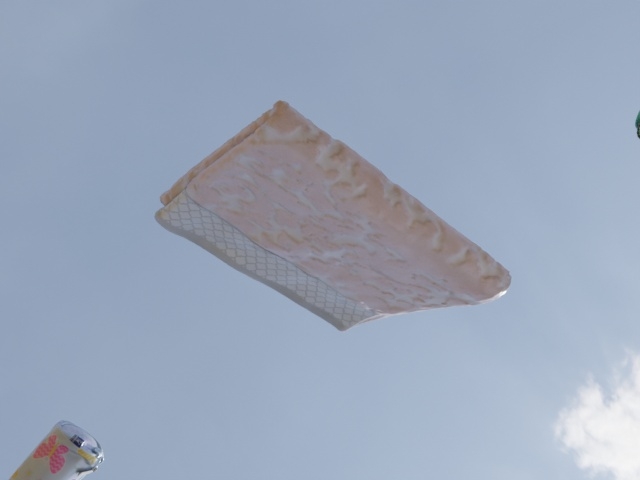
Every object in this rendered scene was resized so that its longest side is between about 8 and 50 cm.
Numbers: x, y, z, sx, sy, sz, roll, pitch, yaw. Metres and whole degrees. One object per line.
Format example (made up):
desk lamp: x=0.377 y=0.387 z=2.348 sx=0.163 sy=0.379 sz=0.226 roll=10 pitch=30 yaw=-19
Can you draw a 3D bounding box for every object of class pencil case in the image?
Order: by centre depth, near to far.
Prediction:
pencil case: x=-0.566 y=0.499 z=1.518 sx=0.124 sy=0.113 sz=0.273 roll=42 pitch=-96 yaw=-8

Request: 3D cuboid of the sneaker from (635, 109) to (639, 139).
sneaker: x=0.312 y=-0.107 z=0.674 sx=0.076 sy=0.166 sz=0.065 roll=-36 pitch=-124 yaw=-8

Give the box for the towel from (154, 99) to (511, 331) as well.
towel: x=0.000 y=0.000 z=0.881 sx=0.317 sy=0.331 sz=0.053 roll=-23 pitch=-140 yaw=52
